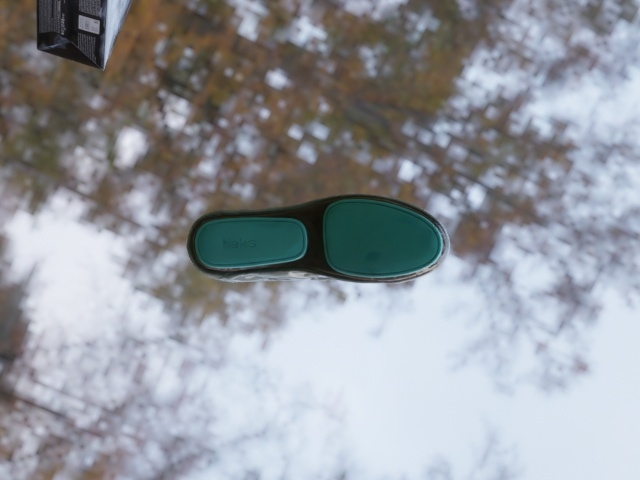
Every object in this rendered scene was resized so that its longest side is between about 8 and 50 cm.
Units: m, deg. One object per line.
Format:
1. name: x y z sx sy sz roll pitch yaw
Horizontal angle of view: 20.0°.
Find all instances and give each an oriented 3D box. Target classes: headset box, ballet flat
1. headset box: -0.089 -0.123 0.750 0.062 0.032 0.083 107 0 -62
2. ballet flat: 0.000 0.000 1.464 0.068 0.213 0.072 21 69 -80
